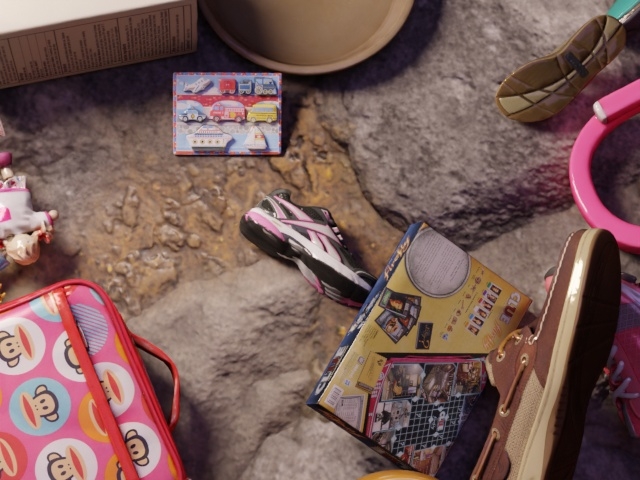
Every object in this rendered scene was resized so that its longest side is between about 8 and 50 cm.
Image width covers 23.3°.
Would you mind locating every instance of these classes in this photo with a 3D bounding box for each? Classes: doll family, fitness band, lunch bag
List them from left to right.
[{"bbox_3d":[-0.428,0.012,1.740,0.263,0.118,0.163,-12,68,-27],"label":"doll family"},{"bbox_3d":[-0.271,0.199,1.688,0.258,0.120,0.293,-22,79,-14],"label":"lunch bag"},{"bbox_3d":[0.434,-0.103,1.822,0.290,0.054,0.209,-26,71,5],"label":"fitness band"}]

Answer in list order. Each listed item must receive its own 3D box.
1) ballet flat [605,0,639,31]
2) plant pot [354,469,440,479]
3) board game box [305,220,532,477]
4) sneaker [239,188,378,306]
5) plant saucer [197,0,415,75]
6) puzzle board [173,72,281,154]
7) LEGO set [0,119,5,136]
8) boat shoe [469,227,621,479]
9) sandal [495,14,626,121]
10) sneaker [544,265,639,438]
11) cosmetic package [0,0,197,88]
[{"bbox_3d":[0.427,-0.317,1.907,0.074,0.074,0.203,36,88,6],"label":"ballet flat"},{"bbox_3d":[0.089,0.349,1.612,0.205,0.188,0.205,0,87,-3],"label":"plant pot"},{"bbox_3d":[0.113,0.125,1.750,0.165,0.042,0.243,36,73,-13],"label":"board game box"},{"bbox_3d":[0.000,0.000,1.789,0.178,0.072,0.077,37,64,0],"label":"sneaker"},{"bbox_3d":[-0.019,-0.325,1.893,0.277,0.041,0.278,1,74,-4],"label":"plant saucer"},{"bbox_3d":[-0.110,-0.150,1.833,0.128,0.011,0.096,0,94,-4],"label":"puzzle board"},{"bbox_3d":[-0.445,-0.171,1.725,0.182,0.244,0.060,22,58,20],"label":"LEGO set"},{"bbox_3d":[0.235,0.144,1.706,0.123,0.123,0.342,17,101,30],"label":"boat shoe"},{"bbox_3d":[0.290,-0.205,1.877,0.180,0.049,0.072,-39,96,-4],"label":"sandal"},{"bbox_3d":[0.368,0.149,1.752,0.314,0.116,0.136,37,76,6],"label":"sneaker"},{"bbox_3d":[-0.298,-0.276,1.799,0.296,0.153,0.129,-12,74,-10],"label":"cosmetic package"}]
